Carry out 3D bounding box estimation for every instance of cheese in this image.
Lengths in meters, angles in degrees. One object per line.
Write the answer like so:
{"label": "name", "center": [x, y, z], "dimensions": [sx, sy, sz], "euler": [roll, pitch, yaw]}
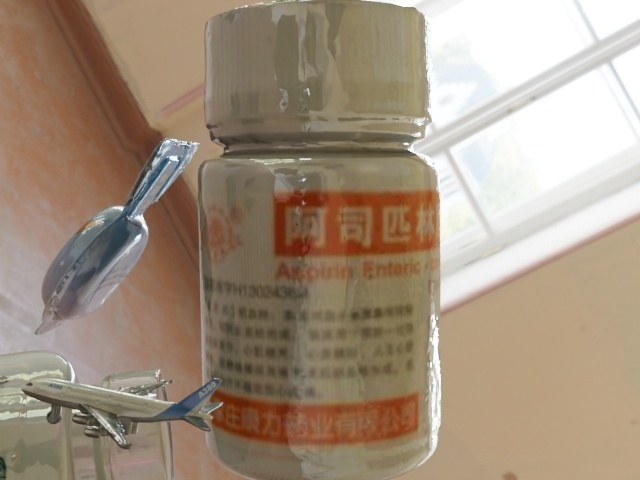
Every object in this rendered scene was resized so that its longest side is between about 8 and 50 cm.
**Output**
{"label": "cheese", "center": [-0.208, -0.003, 0.779], "dimensions": [0.052, 0.244, 0.135], "euler": [37, 8, 1]}

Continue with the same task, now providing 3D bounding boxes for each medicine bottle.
{"label": "medicine bottle", "center": [0.000, 0.000, 0.671], "dimensions": [0.211, 0.211, 0.371], "euler": [-21, 111, -77]}
{"label": "medicine bottle", "center": [-0.266, 0.170, 0.598], "dimensions": [0.111, 0.296, 0.161], "euler": [95, -12, -51]}

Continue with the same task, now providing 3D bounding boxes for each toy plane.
{"label": "toy plane", "center": [-0.083, 0.069, 0.326], "dimensions": [0.078, 0.084, 0.024], "euler": [-86, 176, -83]}
